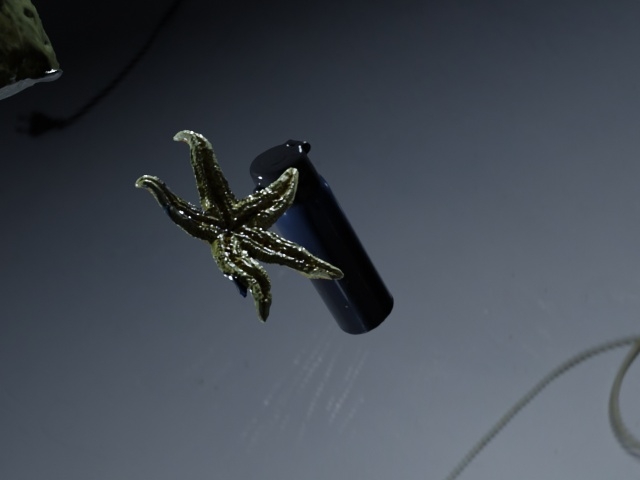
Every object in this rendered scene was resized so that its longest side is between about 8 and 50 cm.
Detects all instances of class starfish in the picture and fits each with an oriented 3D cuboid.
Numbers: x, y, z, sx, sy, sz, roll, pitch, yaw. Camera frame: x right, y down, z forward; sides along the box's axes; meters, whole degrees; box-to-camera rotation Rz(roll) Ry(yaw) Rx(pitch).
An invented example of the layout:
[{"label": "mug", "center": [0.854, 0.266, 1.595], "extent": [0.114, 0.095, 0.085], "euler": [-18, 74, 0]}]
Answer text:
[{"label": "starfish", "center": [-0.066, -0.025, 1.214], "extent": [0.208, 0.053, 0.176], "euler": [47, 47, 8]}]

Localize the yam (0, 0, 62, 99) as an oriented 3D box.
[{"label": "yam", "center": [-0.344, -0.216, 1.024], "extent": [0.195, 0.195, 0.300], "euler": [-25, 90, -7]}]

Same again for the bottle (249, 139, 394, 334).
[{"label": "bottle", "center": [0.000, 0.000, 1.438], "extent": [0.072, 0.244, 0.082], "euler": [16, 55, 45]}]
